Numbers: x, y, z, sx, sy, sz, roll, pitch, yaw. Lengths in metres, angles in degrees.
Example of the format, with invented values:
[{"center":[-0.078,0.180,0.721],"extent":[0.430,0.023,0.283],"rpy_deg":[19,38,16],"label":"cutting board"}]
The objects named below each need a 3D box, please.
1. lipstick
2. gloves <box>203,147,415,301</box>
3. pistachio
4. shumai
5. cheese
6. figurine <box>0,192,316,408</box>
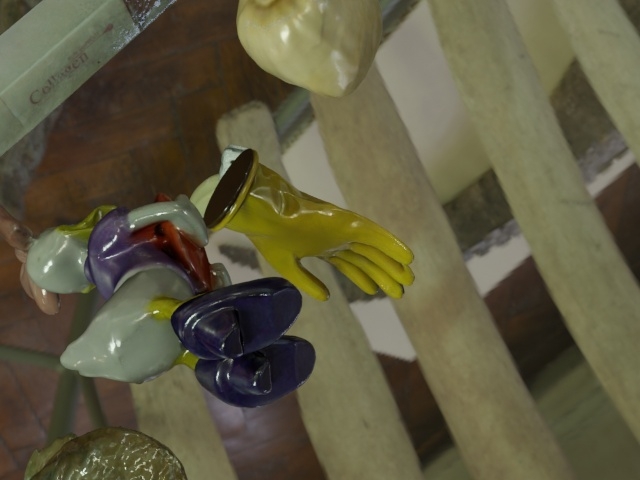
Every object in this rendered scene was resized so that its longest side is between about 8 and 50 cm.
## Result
[{"center":[-0.328,-0.203,1.207],"extent":[0.371,0.079,0.076],"rpy_deg":[-46,150,-15],"label":"lipstick"},{"center":[0.001,0.000,1.384],"extent":[0.294,0.116,0.133],"rpy_deg":[30,159,-19],"label":"gloves"},{"center":[-0.008,-0.211,1.045],"extent":[0.117,0.145,0.200],"rpy_deg":[-10,-178,22],"label":"pistachio"},{"center":[-0.202,0.255,0.915],"extent":[0.161,0.153,0.210],"rpy_deg":[25,86,-9],"label":"shumai"},{"center":[-0.163,-0.096,1.823],"extent":[0.127,0.050,0.235],"rpy_deg":[12,148,-4],"label":"cheese"},{"center":[-0.190,0.051,1.033],"extent":[0.193,0.421,0.154],"rpy_deg":[-35,129,-21],"label":"figurine"}]
